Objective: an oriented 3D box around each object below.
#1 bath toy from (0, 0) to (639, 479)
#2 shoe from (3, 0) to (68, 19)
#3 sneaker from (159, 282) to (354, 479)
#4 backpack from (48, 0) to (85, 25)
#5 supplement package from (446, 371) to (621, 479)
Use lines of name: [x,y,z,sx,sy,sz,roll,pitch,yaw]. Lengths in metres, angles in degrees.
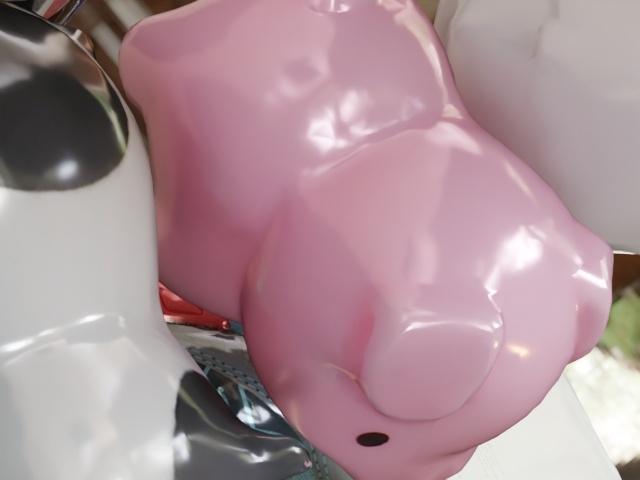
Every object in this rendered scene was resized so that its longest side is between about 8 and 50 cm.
bath toy: [0.000,0.000,0.407,0.348,0.151,0.129,-21,-163,-35]
shoe: [-0.110,-0.098,0.468,0.178,0.063,0.081,-8,-126,40]
sneaker: [-0.114,0.075,0.481,0.125,0.261,0.104,-86,177,-46]
backpack: [-0.148,-0.125,0.714,0.105,0.084,0.114,3,172,-25]
supplement package: [0.047,0.153,0.843,0.149,0.194,0.203,-34,159,25]
